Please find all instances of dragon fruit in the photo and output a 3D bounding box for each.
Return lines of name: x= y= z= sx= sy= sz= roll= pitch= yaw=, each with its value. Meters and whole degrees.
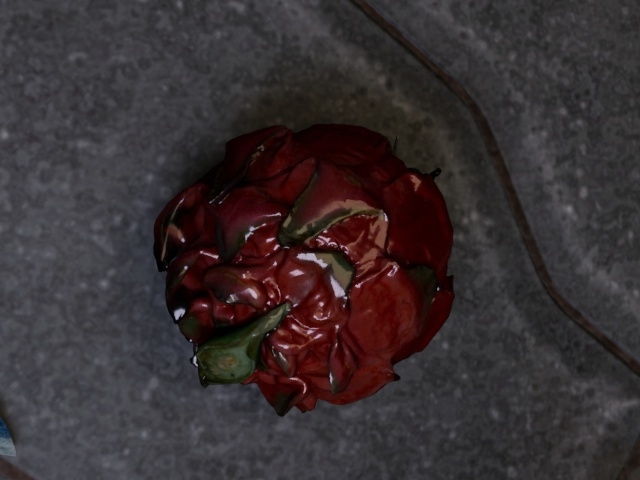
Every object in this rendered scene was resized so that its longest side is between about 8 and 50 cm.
dragon fruit: x=0.000 y=0.000 z=1.048 sx=0.234 sy=0.233 sz=0.293 roll=48 pitch=38 yaw=-16

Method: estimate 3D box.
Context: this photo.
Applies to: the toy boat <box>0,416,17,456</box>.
toy boat: x=-0.290 y=0.175 z=0.975 sx=0.105 sy=0.034 sz=0.149 roll=35 pitch=85 yaw=-23
